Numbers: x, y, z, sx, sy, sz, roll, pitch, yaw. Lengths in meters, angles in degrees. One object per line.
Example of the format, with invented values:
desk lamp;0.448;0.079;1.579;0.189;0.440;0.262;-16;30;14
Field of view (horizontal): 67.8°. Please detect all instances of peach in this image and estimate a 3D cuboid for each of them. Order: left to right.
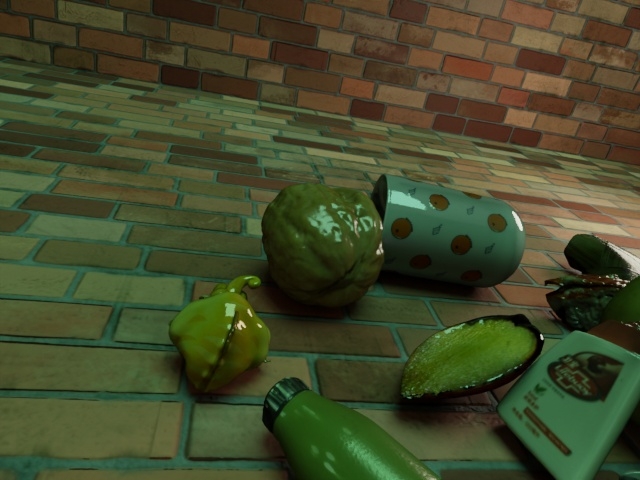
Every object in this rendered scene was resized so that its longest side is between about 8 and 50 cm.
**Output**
peach;0.230;0.195;0.729;0.279;0.068;0.189;-23;7;-30

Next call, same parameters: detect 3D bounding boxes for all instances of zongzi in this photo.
zongzi;0.688;0.076;1.174;0.242;0.112;0.221;-14;38;-41

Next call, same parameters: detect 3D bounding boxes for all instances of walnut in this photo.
walnut;0.000;0.000;0.899;0.225;0.257;0.257;35;9;-38

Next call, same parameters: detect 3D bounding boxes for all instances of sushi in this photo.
sushi;0.626;0.144;0.951;0.332;0.129;0.124;7;12;41

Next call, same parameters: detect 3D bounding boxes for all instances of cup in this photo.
cup;0.269;-0.013;1.055;0.318;0.212;0.212;11;26;-5

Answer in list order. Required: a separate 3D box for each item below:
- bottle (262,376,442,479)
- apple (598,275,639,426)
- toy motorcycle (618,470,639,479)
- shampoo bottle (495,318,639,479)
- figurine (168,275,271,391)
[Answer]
bottle;0.035;0.254;0.529;0.112;0.112;0.260;-15;37;-44
apple;0.580;0.178;0.729;0.292;0.291;0.254;9;-3;-6
toy motorcycle;0.497;0.338;0.611;0.225;0.073;0.152;12;25;-5
shampoo bottle;0.383;0.186;0.646;0.071;0.284;0.153;36;7;-36
figurine;-0.143;0.125;0.715;0.157;0.131;0.246;22;13;-15
